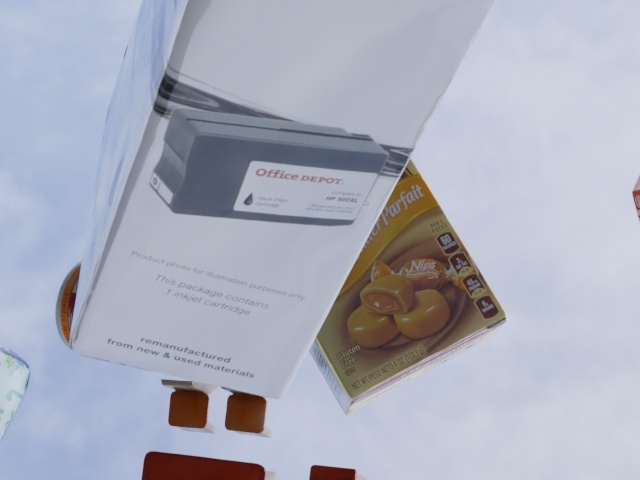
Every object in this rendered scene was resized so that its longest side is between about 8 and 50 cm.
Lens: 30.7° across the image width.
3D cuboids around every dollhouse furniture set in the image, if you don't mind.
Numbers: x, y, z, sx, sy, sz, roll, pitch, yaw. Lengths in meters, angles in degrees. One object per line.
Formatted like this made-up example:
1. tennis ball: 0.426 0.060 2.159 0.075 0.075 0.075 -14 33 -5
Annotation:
1. dollhouse furniture set: -0.086 0.293 1.319 0.259 0.135 0.262 2 -99 17

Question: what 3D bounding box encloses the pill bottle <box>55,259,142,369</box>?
1. pill bottle: -0.179 0.085 1.296 0.221 0.121 0.121 7 -116 35

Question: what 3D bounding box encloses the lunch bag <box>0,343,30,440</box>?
1. lunch bag: -0.466 0.206 1.409 0.090 0.176 0.219 16 -105 36

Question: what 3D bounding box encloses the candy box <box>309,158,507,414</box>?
1. candy box: 0.031 -0.003 1.213 0.182 0.087 0.316 -27 -105 -13

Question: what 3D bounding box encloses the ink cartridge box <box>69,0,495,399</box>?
1. ink cartridge box: -0.034 -0.135 0.786 0.166 0.395 0.285 15 -140 -15

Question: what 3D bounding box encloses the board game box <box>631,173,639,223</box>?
1. board game box: 0.471 -0.037 1.566 0.045 0.147 0.193 -10 -162 28
